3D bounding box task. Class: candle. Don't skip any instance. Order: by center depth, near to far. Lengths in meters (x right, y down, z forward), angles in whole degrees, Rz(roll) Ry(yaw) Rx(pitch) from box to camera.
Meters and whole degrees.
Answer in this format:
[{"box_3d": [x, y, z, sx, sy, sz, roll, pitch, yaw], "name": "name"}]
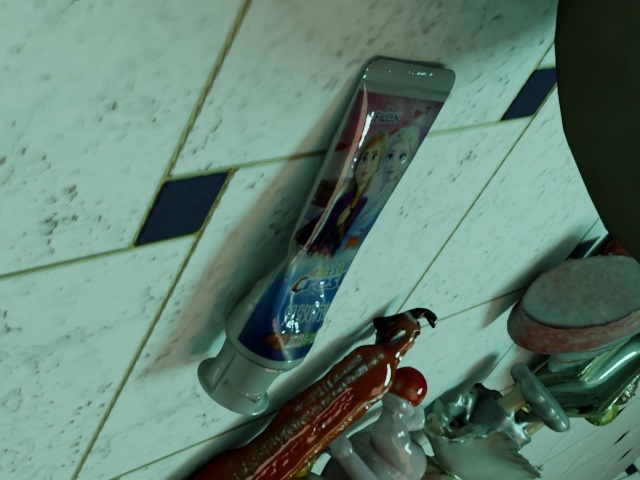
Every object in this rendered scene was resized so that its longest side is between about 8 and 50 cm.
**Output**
[{"box_3d": [-0.016, 0.160, 0.944, 0.301, 0.059, 0.084, -42, 166, -2], "name": "candle"}]

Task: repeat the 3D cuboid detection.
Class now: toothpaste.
[{"box_3d": [0.000, 0.000, 0.711, 0.096, 0.061, 0.266, -4, 131, -53], "name": "toothpaste"}]

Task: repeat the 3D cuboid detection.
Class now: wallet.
[{"box_3d": [0.433, 0.133, 1.513, 0.309, 0.077, 0.223, -35, 176, -18], "name": "wallet"}]

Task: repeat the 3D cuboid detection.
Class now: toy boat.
[{"box_3d": [0.319, 0.103, 1.265, 0.206, 0.096, 0.282, -17, 153, 2], "name": "toy boat"}]

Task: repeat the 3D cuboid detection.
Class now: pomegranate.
[{"box_3d": [0.521, 0.308, 2.027, 0.073, 0.073, 0.084, -54, 178, 26], "name": "pomegranate"}]

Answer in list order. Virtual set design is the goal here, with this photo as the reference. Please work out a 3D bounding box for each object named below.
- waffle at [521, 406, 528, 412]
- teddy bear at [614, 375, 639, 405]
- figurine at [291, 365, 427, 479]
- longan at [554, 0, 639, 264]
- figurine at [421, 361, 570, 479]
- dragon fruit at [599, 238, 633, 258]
[{"box_3d": [0.300, 0.255, 1.642, 0.092, 0.021, 0.135, -35, 156, -15], "name": "waffle"}, {"box_3d": [0.571, 0.203, 1.858, 0.251, 0.181, 0.129, -14, 107, -72], "name": "teddy bear"}, {"box_3d": [0.013, 0.256, 1.086, 0.287, 0.186, 0.176, -54, -156, -15], "name": "figurine"}, {"box_3d": [0.313, -0.133, 0.592, 0.404, 0.336, 0.404, -47, 164, -18], "name": "longan"}, {"box_3d": [0.137, 0.314, 1.346, 0.387, 0.166, 0.207, -42, 123, 6], "name": "figurine"}, {"box_3d": [0.438, 0.047, 1.336, 0.218, 0.148, 0.224, -15, 145, -44], "name": "dragon fruit"}]
